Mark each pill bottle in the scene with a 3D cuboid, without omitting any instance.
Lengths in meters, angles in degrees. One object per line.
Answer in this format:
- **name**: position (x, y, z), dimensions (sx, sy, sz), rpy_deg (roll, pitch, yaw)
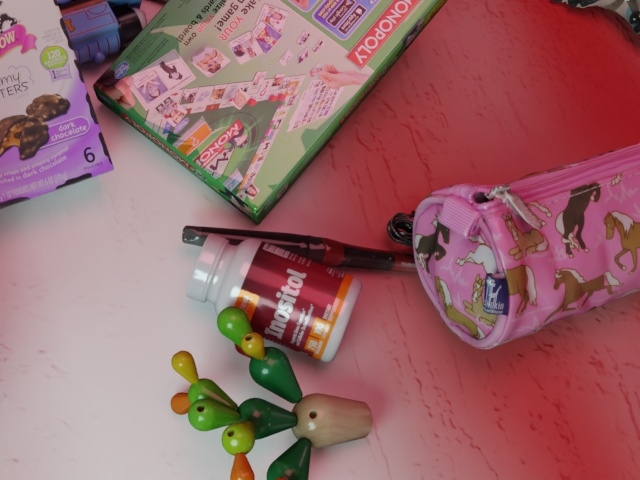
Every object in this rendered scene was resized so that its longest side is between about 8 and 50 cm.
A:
- **pill bottle**: position (-0.044, 0.050, 1.528), dimensions (0.152, 0.086, 0.086), rpy_deg (21, 58, 2)

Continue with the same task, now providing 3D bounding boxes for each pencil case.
- **pencil case**: position (0.285, -0.022, 1.583), dimensions (0.386, 0.167, 0.160), rpy_deg (-17, 88, -22)

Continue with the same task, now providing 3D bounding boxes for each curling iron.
- **curling iron**: position (0.000, 0.000, 1.595), dimensions (0.274, 0.035, 0.068), rpy_deg (0, 63, -13)

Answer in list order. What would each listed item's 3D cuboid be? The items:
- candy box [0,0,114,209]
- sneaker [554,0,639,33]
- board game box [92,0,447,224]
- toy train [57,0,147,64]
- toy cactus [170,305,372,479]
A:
- **candy box**: position (-0.308, -0.132, 1.539), dimensions (0.164, 0.070, 0.196), rpy_deg (-21, 99, -21)
- **sneaker**: position (0.331, -0.313, 1.825), dimensions (0.283, 0.110, 0.122), rpy_deg (35, 42, 7)
- **board game box**: position (-0.045, -0.202, 1.641), dimensions (0.213, 0.046, 0.317), rpy_deg (38, 78, 8)
- **toy train**: position (-0.258, -0.218, 1.653), dimensions (0.184, 0.080, 0.105), rpy_deg (-22, 75, -24)
- **toy cactus**: position (-0.041, 0.169, 1.466), dimensions (0.180, 0.112, 0.219), rpy_deg (4, 55, -31)
